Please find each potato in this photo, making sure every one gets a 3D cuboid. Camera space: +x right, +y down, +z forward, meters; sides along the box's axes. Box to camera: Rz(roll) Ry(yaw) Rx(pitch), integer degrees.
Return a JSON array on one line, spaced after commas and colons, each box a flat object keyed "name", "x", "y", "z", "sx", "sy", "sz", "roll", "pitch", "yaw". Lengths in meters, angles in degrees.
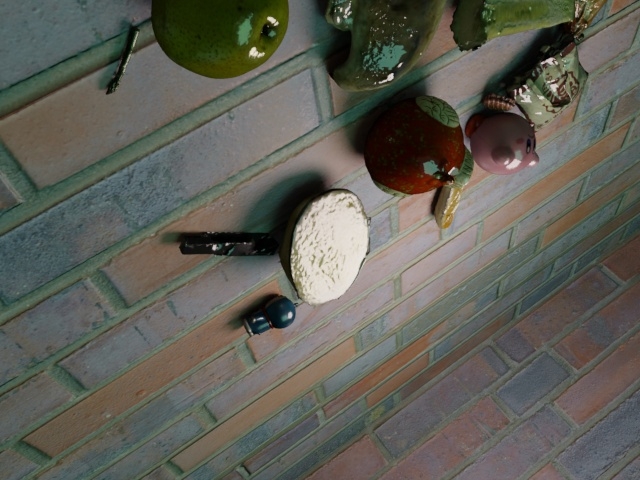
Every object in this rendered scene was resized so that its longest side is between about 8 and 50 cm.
[{"name": "potato", "x": 0.000, "y": 0.000, "z": 1.482, "sx": 0.239, "sy": 0.116, "sz": 0.299, "roll": -22, "pitch": 127, "yaw": -25}]

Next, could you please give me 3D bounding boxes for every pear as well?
[{"name": "pear", "x": -0.140, "y": -0.321, "z": 0.876, "sx": 0.198, "sy": 0.198, "sz": 0.198, "roll": -27, "pitch": 146, "yaw": -21}]

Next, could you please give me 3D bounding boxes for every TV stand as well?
[{"name": "TV stand", "x": -0.196, "y": 0.008, "z": 1.357, "sx": 0.249, "sy": 0.042, "sz": 0.036, "roll": 0, "pitch": 132, "yaw": -47}]

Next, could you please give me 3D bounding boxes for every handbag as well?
[{"name": "handbag", "x": 0.595, "y": -0.399, "z": 1.616, "sx": 0.213, "sy": 0.127, "sz": 0.235, "roll": -45, "pitch": 149, "yaw": 14}]

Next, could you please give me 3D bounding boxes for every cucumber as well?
[{"name": "cucumber", "x": 0.417, "y": -0.498, "z": 1.337, "sx": 0.325, "sy": 0.105, "sz": 0.145, "roll": -19, "pitch": 116, "yaw": -31}]

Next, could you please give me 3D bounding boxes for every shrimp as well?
[{"name": "shrimp", "x": 0.634, "y": -0.585, "z": 1.502, "sx": 0.154, "sy": 0.062, "sz": 0.294, "roll": -10, "pitch": 135, "yaw": -22}]

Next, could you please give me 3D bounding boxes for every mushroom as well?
[{"name": "mushroom", "x": 0.117, "y": -0.405, "z": 1.103, "sx": 0.248, "sy": 0.130, "sz": 0.344, "roll": -21, "pitch": 143, "yaw": -36}]

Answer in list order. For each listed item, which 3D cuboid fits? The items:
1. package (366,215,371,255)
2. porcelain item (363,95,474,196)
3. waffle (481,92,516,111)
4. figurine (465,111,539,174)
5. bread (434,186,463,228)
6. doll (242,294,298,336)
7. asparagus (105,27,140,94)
[{"name": "package", "x": 0.031, "y": 0.023, "z": 1.626, "sx": 0.232, "sy": 0.040, "sz": 0.166, "roll": -24, "pitch": 142, "yaw": -12}, {"name": "porcelain item", "x": 0.227, "y": -0.188, "z": 1.389, "sx": 0.253, "sy": 0.253, "sz": 0.253, "roll": -27, "pitch": 146, "yaw": -21}, {"name": "waffle", "x": 0.449, "y": -0.346, "z": 1.575, "sx": 0.075, "sy": 0.083, "sz": 0.029, "roll": 17, "pitch": 88, "yaw": -18}, {"name": "figurine", "x": 0.478, "y": -0.252, "z": 1.633, "sx": 0.173, "sy": 0.173, "sz": 0.173, "roll": -27, "pitch": 146, "yaw": -21}, {"name": "bread", "x": 0.362, "y": -0.120, "z": 1.781, "sx": 0.073, "sy": 0.053, "sz": 0.214, "roll": -26, "pitch": 143, "yaw": -30}, {"name": "doll", "x": -0.127, "y": 0.197, "z": 1.628, "sx": 0.152, "sy": 0.085, "sz": 0.114, "roll": -25, "pitch": 161, "yaw": -5}, {"name": "asparagus", "x": -0.297, "y": -0.267, "z": 0.940, "sx": 0.015, "sy": 0.014, "sz": 0.114, "roll": 22, "pitch": 116, "yaw": -18}]
